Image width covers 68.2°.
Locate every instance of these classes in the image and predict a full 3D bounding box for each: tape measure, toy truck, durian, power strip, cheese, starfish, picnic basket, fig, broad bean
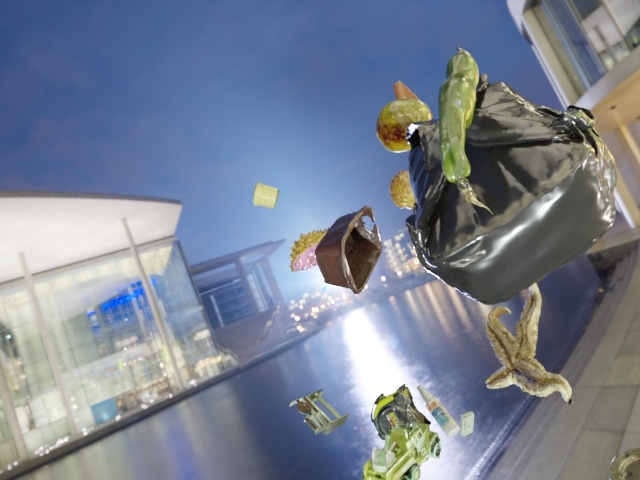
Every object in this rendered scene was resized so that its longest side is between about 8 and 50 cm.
[{"bbox_3d":[0.285,0.650,1.751,0.186,0.199,0.112,-37,-18,18],"label":"tape measure"},{"bbox_3d":[0.228,0.573,1.300,0.128,0.135,0.260,-3,5,42],"label":"toy truck"},{"bbox_3d":[0.001,0.000,1.889,0.341,0.112,0.191,-28,-32,0],"label":"durian"},{"bbox_3d":[0.443,0.555,1.430,0.040,0.090,0.016,-16,30,-17],"label":"power strip"},{"bbox_3d":[-0.132,-0.098,1.142,0.060,0.041,0.084,14,-24,-3],"label":"cheese"},{"bbox_3d":[0.556,0.279,1.298,0.082,0.324,0.432,9,-19,2],"label":"starfish"},{"bbox_3d":[0.090,0.027,1.572,0.129,0.222,0.297,-2,32,29],"label":"picnic basket"},{"bbox_3d":[0.221,-0.307,1.259,0.153,0.136,0.120,-18,22,21],"label":"fig"},{"bbox_3d":[0.225,-0.195,0.761,0.056,0.318,0.098,-19,-32,41],"label":"broad bean"}]

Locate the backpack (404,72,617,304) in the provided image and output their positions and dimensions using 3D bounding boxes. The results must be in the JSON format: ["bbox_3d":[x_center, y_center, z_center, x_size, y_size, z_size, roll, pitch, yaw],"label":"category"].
[{"bbox_3d":[0.302,-0.129,0.886,0.255,0.445,0.363,36,-65,-27],"label":"backpack"}]

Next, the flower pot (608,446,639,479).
[{"bbox_3d":[1.050,0.801,1.468,0.290,0.259,0.290,-35,7,5],"label":"flower pot"}]

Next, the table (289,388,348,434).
[{"bbox_3d":[-0.010,0.630,1.719,0.175,0.146,0.062,-8,-57,-44],"label":"table"}]

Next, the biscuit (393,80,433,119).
[{"bbox_3d":[0.311,-0.350,1.449,0.043,0.306,0.284,-30,12,33],"label":"biscuit"}]

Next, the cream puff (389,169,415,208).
[{"bbox_3d":[0.324,-0.198,1.830,0.115,0.150,0.165,3,2,-2],"label":"cream puff"}]

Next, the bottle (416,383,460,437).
[{"bbox_3d":[0.435,0.632,1.780,0.060,0.217,0.060,-16,-49,-19],"label":"bottle"}]
